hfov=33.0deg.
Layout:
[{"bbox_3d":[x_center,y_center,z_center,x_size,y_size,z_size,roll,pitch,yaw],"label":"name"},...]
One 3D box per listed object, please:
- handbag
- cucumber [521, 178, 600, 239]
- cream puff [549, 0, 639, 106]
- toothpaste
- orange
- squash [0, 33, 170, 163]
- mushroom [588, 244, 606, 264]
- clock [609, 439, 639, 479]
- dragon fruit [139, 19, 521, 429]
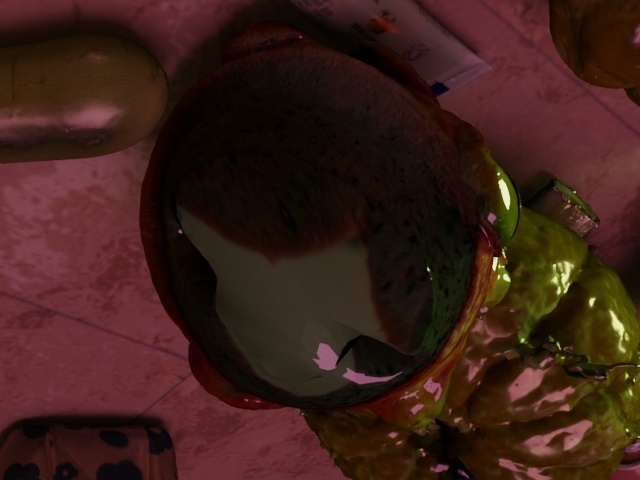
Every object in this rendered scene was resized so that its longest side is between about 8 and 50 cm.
[{"bbox_3d":[-0.237,0.320,1.062,0.190,0.193,0.251,7,134,-21],"label":"handbag"},{"bbox_3d":[0.190,-0.007,0.970,0.067,0.035,0.107,33,122,-23],"label":"cucumber"},{"bbox_3d":[0.282,-0.175,0.696,0.282,0.185,0.282,-8,140,-7],"label":"cream puff"},{"bbox_3d":[0.007,-0.168,0.704,0.314,0.058,0.056,33,80,-47],"label":"toothpaste"},{"bbox_3d":[0.124,0.102,0.893,0.300,0.223,0.301,15,123,22],"label":"orange"},{"bbox_3d":[-0.221,-0.090,0.690,0.250,0.083,0.083,-4,138,-12],"label":"squash"},{"bbox_3d":[0.154,0.132,1.076,0.351,0.097,0.109,-37,142,27],"label":"mushroom"},{"bbox_3d":[0.284,0.201,1.016,0.092,0.166,0.162,-59,160,-13],"label":"clock"},{"bbox_3d":[0.000,0.000,0.716,0.268,0.295,0.130,-31,180,19],"label":"dragon fruit"}]
